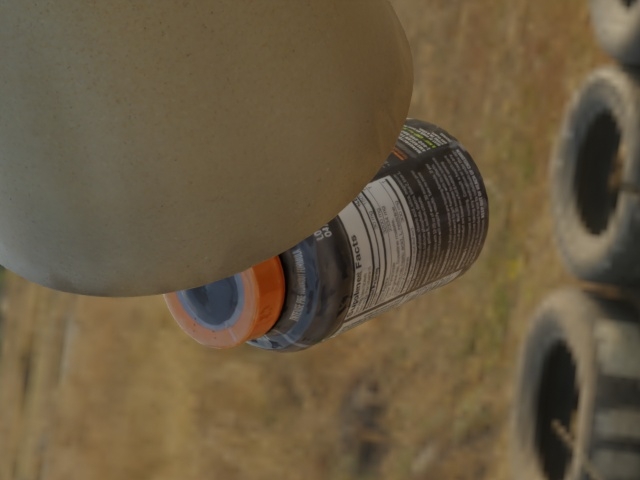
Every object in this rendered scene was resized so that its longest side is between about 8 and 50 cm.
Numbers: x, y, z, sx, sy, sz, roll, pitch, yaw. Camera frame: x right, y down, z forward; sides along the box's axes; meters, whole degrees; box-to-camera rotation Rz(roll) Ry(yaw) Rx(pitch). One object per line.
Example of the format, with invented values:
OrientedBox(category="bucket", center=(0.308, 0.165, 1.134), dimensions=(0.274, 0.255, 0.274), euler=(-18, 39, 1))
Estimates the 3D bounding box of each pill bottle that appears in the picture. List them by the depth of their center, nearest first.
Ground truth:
OrientedBox(category="pill bottle", center=(0.000, 0.000, 1.373), dimensions=(0.246, 0.130, 0.130), euler=(-21, -49, -48))

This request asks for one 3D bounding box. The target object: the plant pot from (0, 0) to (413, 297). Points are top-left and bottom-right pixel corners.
OrientedBox(category="plant pot", center=(-0.108, -0.155, 0.961), dimensions=(0.274, 0.256, 0.256), euler=(69, -165, -46))
